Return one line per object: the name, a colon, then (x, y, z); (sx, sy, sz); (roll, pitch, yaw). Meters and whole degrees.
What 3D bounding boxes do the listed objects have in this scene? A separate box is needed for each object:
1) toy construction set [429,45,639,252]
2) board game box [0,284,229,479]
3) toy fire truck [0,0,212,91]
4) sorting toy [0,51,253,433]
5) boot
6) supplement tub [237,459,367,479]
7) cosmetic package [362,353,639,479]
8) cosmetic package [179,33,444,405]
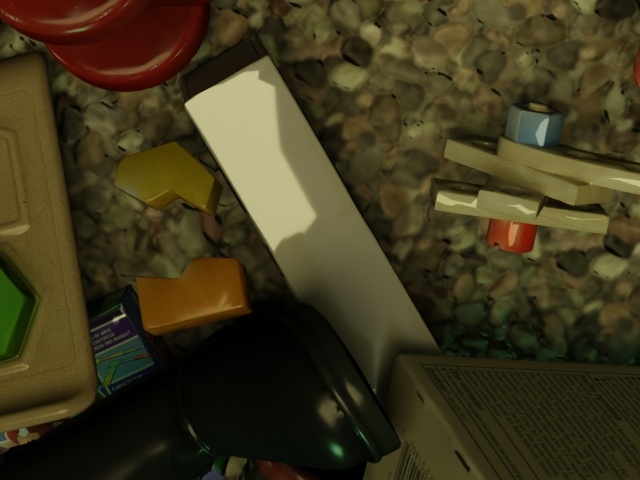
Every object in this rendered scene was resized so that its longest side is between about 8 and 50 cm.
toy construction set: (0.183, -0.124, 0.913); (0.215, 0.151, 0.328); (3, 121, -22)
board game box: (-0.179, 0.130, 1.104); (0.201, 0.035, 0.136); (-24, 107, 13)
toy fire truck: (-0.184, -0.219, 0.925); (0.302, 0.169, 0.254); (1, 85, 6)
sorting toy: (-0.201, 0.001, 0.987); (0.307, 0.041, 0.229); (-14, 73, 11)
boot: (-0.079, 0.122, 0.948); (0.207, 0.246, 0.094); (-33, 101, -11)
supplement tub: (-0.025, 0.216, 1.085); (0.106, 0.106, 0.198); (23, 111, -3)
cosmetic package: (0.194, 0.152, 0.956); (0.309, 0.160, 0.113); (6, 114, -20)
cosmetic package: (0.000, 0.000, 1.000); (0.060, 0.099, 0.239); (-30, 105, 3)
